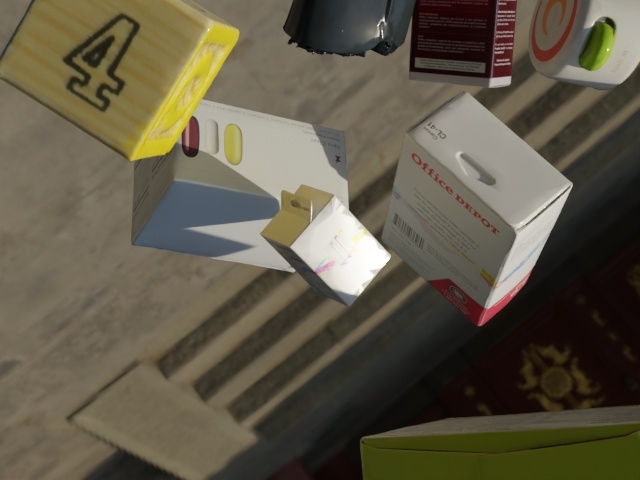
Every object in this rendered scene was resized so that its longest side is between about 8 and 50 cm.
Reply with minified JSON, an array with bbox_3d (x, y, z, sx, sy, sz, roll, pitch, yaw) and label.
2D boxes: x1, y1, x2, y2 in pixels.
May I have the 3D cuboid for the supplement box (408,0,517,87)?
[{"bbox_3d":[0.197,-0.334,1.509,0.073,0.130,0.239,-18,114,-55],"label":"supplement box"}]

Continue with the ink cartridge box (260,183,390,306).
[{"bbox_3d":[0.000,0.000,1.426,0.090,0.143,0.092,-50,-151,-11],"label":"ink cartridge box"}]

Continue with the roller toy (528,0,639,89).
[{"bbox_3d":[0.443,-0.349,1.805,0.146,0.209,0.191,11,165,-17],"label":"roller toy"}]

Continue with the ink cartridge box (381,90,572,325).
[{"bbox_3d":[0.225,-0.040,1.672,0.131,0.226,0.306,-37,160,-24],"label":"ink cartridge box"}]

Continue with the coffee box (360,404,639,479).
[{"bbox_3d":[0.274,0.380,1.329,0.338,0.337,0.334,-8,173,25],"label":"coffee box"}]

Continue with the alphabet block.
[{"bbox_3d":[-0.241,-0.230,1.350,0.193,0.197,0.192,-58,179,11],"label":"alphabet block"}]

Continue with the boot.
[{"bbox_3d":[0.075,-0.272,0.953,0.246,0.094,0.207,-26,140,-41],"label":"boot"}]

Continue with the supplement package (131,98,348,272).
[{"bbox_3d":[-0.119,-0.076,1.609,0.262,0.145,0.204,10,150,-23],"label":"supplement package"}]
